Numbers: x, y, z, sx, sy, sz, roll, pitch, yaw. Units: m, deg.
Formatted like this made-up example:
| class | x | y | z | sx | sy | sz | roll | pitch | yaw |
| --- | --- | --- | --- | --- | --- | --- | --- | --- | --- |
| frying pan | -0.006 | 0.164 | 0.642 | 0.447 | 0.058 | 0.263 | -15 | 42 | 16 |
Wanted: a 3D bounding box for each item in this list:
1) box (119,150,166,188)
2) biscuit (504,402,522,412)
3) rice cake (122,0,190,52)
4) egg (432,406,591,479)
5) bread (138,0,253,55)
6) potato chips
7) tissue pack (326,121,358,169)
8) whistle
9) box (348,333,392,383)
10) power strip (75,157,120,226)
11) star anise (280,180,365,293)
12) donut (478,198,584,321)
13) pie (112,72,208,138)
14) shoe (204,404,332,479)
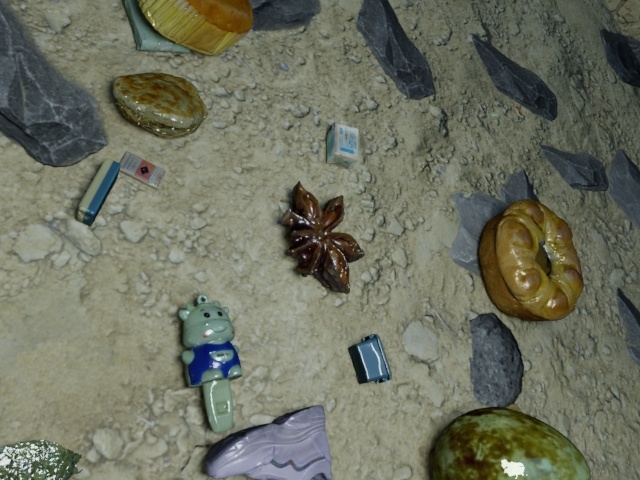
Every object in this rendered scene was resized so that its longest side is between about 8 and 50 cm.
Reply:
| class | x | y | z | sx | sy | sz | roll | pitch | yaw |
| --- | --- | --- | --- | --- | --- | --- | --- | --- | --- |
| box | -0.352 | -0.138 | 1.074 | 0.083 | 0.012 | 0.046 | 27 | 57 | -15 |
| biscuit | 0.446 | 0.504 | 1.228 | 0.188 | 0.040 | 0.265 | 22 | 61 | -20 |
| rice cake | -0.374 | -0.519 | 1.210 | 0.127 | 0.043 | 0.236 | -13 | 77 | -33 |
| egg | 0.364 | 0.446 | 1.062 | 0.238 | 0.290 | 0.238 | -13 | 90 | -72 |
| bread | -0.260 | -0.515 | 1.177 | 0.250 | 0.133 | 0.178 | 8 | 64 | -52 |
| potato chips | -0.447 | 0.394 | 0.777 | 0.202 | 0.029 | 0.219 | 28 | 60 | -13 |
| tissue pack | 0.054 | -0.226 | 1.315 | 0.074 | 0.059 | 0.094 | 13 | 63 | -22 |
| whistle | -0.190 | 0.211 | 0.963 | 0.110 | 0.092 | 0.244 | 3 | 66 | -40 |
| box | 0.099 | 0.249 | 1.128 | 0.054 | 0.074 | 0.099 | -12 | 75 | -19 |
| power strip | -0.405 | -0.090 | 0.996 | 0.032 | 0.056 | 0.123 | 26 | 58 | -17 |
| star anise | 0.000 | -0.007 | 1.171 | 0.214 | 0.099 | 0.219 | 33 | 51 | -30 |
| donut | 0.546 | 0.057 | 1.415 | 0.299 | 0.150 | 0.317 | 43 | 54 | -7 |
| pie | -0.326 | -0.283 | 1.116 | 0.194 | 0.079 | 0.163 | 15 | 52 | -23 |
| shoe | -0.079 | 0.384 | 0.950 | 0.245 | 0.095 | 0.137 | -8 | 70 | -39 |
